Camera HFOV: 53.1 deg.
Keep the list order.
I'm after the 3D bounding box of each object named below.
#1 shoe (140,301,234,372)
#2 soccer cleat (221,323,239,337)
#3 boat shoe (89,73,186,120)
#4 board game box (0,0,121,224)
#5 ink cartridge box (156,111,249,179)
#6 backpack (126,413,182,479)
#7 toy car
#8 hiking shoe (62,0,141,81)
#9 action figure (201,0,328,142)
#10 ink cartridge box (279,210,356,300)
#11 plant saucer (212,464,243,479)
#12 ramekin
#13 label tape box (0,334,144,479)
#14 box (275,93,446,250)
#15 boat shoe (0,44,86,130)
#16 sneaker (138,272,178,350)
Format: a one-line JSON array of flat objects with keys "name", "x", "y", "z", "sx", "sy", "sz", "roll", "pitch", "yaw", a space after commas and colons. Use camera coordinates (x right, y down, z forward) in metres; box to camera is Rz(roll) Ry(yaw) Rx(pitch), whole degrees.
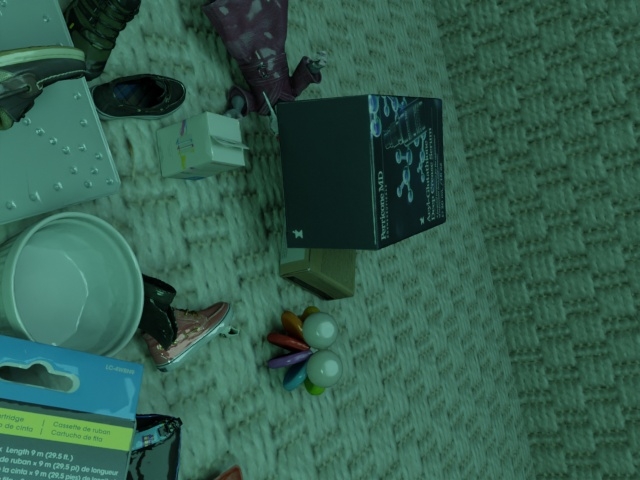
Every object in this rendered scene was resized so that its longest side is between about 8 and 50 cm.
[{"name": "shoe", "x": -0.223, "y": 0.138, "z": 1.088, "sx": 0.178, "sy": 0.064, "sz": 0.081, "roll": -42, "pitch": 117, "yaw": -41}, {"name": "soccer cleat", "x": -0.185, "y": 0.158, "z": 1.182, "sx": 0.083, "sy": 0.036, "sz": 0.029, "roll": 41, "pitch": 46, "yaw": -44}, {"name": "boat shoe", "x": -0.299, "y": -0.256, "z": 1.108, "sx": 0.229, "sy": 0.076, "sz": 0.080, "roll": -23, "pitch": 99, "yaw": -58}, {"name": "board game box", "x": -0.477, "y": -0.206, "z": 0.831, "sx": 0.390, "sy": 0.050, "sz": 0.389, "roll": -30, "pitch": 105, "yaw": -58}, {"name": "ink cartridge box", "x": -0.209, "y": -0.170, "z": 1.157, "sx": 0.092, "sy": 0.143, "sz": 0.089, "roll": 0, "pitch": 80, "yaw": -59}, {"name": "backpack", "x": -0.289, "y": 0.319, "z": 0.883, "sx": 0.174, "sy": 0.117, "sz": 0.158, "roll": 8, "pitch": 68, "yaw": -23}, {"name": "toy car", "x": -0.042, "y": 0.228, "z": 1.309, "sx": 0.136, "sy": 0.159, "sz": 0.181, "roll": -3, "pitch": 80, "yaw": -23}, {"name": "hiking shoe", "x": -0.339, "y": -0.361, "z": 1.003, "sx": 0.086, "sy": 0.114, "sz": 0.226, "roll": 16, "pitch": 88, "yaw": -43}, {"name": "action figure", "x": -0.136, "y": -0.379, "z": 1.378, "sx": 0.275, "sy": 0.248, "sz": 0.369, "roll": -133, "pitch": -154, "yaw": -61}, {"name": "ink cartridge box", "x": 0.000, "y": 0.000, "z": 1.486, "sx": 0.193, "sy": 0.088, "sz": 0.234, "roll": 33, "pitch": 53, "yaw": -47}, {"name": "plant saucer", "x": -0.195, "y": 0.534, "z": 1.023, "sx": 0.258, "sy": 0.048, "sz": 0.258, "roll": -15, "pitch": 91, "yaw": -59}, {"name": "ramekin", "x": -0.355, "y": 0.071, "z": 0.871, "sx": 0.207, "sy": 0.109, "sz": 0.207, "roll": 25, "pitch": 60, "yaw": -52}, {"name": "label tape box", "x": -0.359, "y": 0.291, "z": 0.710, "sx": 0.249, "sy": 0.115, "sz": 0.347, "roll": 19, "pitch": 59, "yaw": -29}, {"name": "box", "x": 0.105, "y": -0.155, "z": 1.376, "sx": 0.396, "sy": 0.212, "sz": 0.293, "roll": -19, "pitch": 107, "yaw": -58}, {"name": "boat shoe", "x": -0.409, "y": -0.181, "z": 0.792, "sx": 0.285, "sy": 0.103, "sz": 0.092, "roll": -35, "pitch": 115, "yaw": -52}, {"name": "sneaker", "x": -0.290, "y": 0.093, "z": 0.992, "sx": 0.089, "sy": 0.170, "sz": 0.051, "roll": -63, "pitch": -179, "yaw": 13}]
